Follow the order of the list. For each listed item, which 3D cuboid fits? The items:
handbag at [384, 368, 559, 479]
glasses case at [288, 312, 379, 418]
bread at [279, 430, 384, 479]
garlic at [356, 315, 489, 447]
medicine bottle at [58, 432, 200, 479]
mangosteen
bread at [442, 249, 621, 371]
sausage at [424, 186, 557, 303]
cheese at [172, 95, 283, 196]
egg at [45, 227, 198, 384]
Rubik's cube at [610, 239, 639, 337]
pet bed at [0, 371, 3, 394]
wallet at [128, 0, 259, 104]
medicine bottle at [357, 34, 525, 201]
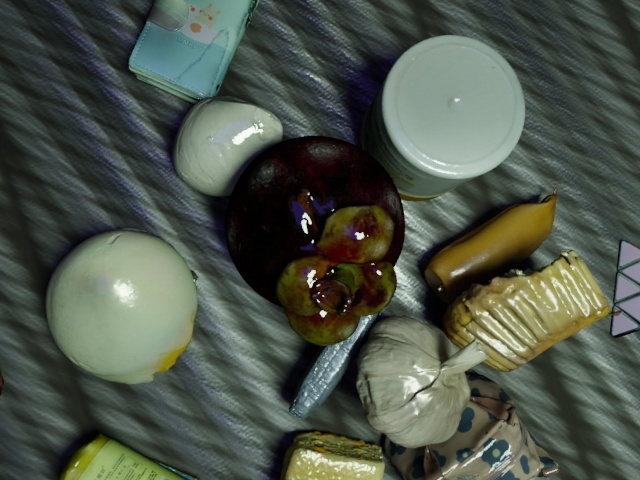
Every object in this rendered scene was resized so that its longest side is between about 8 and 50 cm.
[{"bbox_3d":[0.264,0.379,0.740,0.252,0.193,0.190,-38,89,-6],"label":"handbag"},{"bbox_3d":[0.034,0.205,0.776,0.067,0.109,0.282,35,85,10],"label":"glasses case"},{"bbox_3d":[0.000,0.505,0.757,0.185,0.114,0.274,14,87,-7],"label":"bread"},{"bbox_3d":[0.177,0.216,0.668,0.219,0.212,0.218,18,55,-29],"label":"garlic"},{"bbox_3d":[-0.337,0.443,0.732,0.239,0.124,0.124,29,85,-1],"label":"medicine bottle"},{"bbox_3d":[0.000,0.000,0.672,0.307,0.306,0.346,-17,45,-5],"label":"mangosteen"},{"bbox_3d":[0.355,0.129,0.731,0.275,0.274,0.149,-24,61,-5],"label":"bread"},{"bbox_3d":[0.356,0.004,0.818,0.329,0.112,0.112,-34,89,-5],"label":"sausage"},{"bbox_3d":[-0.177,-0.171,0.746,0.155,0.198,0.188,28,95,-40],"label":"cheese"},{"bbox_3d":[-0.363,0.118,0.723,0.265,0.174,0.285,8,89,0],"label":"egg"},{"bbox_3d":[0.655,0.117,0.865,0.178,0.211,0.190,-48,57,14],"label":"Rubik's cube"},{"bbox_3d":[-0.678,0.268,0.749,0.202,0.053,0.200,0,87,-5],"label":"pet bed"},{"bbox_3d":[-0.247,-0.405,0.813,0.177,0.075,0.250,22,84,-6],"label":"wallet"},{"bbox_3d":[0.200,-0.205,0.754,0.238,0.232,0.237,0,86,-4],"label":"medicine bottle"}]
